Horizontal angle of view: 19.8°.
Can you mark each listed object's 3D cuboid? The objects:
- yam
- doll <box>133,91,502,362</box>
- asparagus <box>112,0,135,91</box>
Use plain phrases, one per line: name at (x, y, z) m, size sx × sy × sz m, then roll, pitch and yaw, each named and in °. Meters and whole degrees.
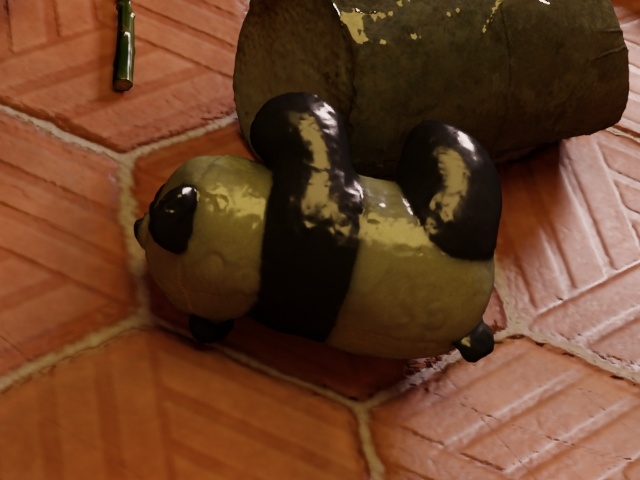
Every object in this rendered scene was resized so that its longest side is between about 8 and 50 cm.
yam at (0.083, -0.130, 1.308) m, size 0.268 × 0.161 × 0.161 m, roll -13°, pitch 50°, yaw -27°
doll at (0.002, -0.001, 1.151) m, size 0.234 × 0.143 × 0.135 m, roll 13°, pitch 48°, yaw -7°
asparagus at (-0.145, -0.155, 1.353) m, size 0.018 × 0.015 × 0.127 m, roll -18°, pitch 43°, yaw 12°
